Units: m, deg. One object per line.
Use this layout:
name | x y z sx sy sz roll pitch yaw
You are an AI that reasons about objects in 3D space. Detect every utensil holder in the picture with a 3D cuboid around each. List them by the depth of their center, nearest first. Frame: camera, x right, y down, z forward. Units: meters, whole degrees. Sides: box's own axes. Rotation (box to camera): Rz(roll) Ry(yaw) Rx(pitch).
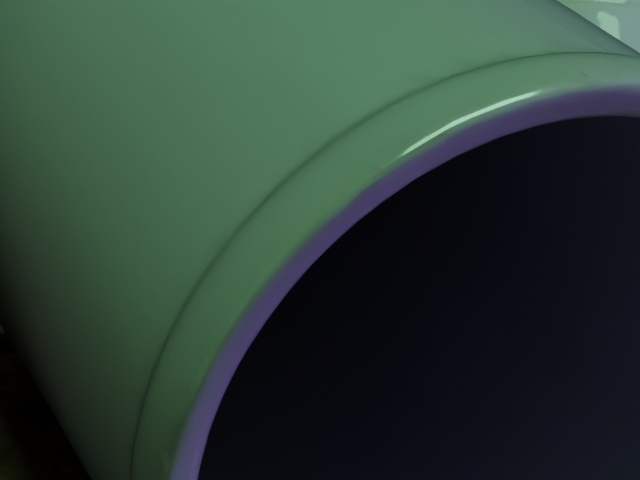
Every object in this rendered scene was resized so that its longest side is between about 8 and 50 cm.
utensil holder | 0.000 0.000 0.885 0.328 0.327 0.385 -6 29 -27

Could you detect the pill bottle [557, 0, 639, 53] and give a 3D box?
pill bottle | 0.177 -0.190 1.212 0.224 0.224 0.392 9 51 -1
